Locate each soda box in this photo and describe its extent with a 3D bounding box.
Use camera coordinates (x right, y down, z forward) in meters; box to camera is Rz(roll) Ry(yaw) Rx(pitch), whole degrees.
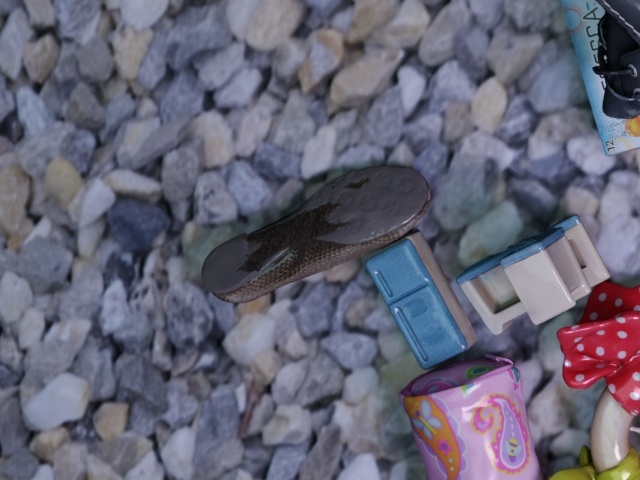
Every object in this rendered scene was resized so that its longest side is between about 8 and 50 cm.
[{"bbox_3d":[0.262,-0.171,1.669,0.063,0.058,0.183,-15,94,25],"label":"soda box"}]

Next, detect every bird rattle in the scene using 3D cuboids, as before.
[{"bbox_3d":[0.307,0.167,1.709,0.206,0.143,0.254,10,91,9],"label":"bird rattle"}]

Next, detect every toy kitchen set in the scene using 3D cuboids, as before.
[{"bbox_3d":[0.134,0.034,1.703,0.207,0.166,0.122,-29,88,24],"label":"toy kitchen set"}]

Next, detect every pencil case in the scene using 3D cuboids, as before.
[{"bbox_3d":[0.166,0.252,1.764,0.124,0.124,0.284,-15,95,24],"label":"pencil case"}]

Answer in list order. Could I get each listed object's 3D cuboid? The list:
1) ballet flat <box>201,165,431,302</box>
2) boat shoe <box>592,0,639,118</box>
[{"bbox_3d":[0.000,0.000,1.818,0.249,0.058,0.084,-26,54,20],"label":"ballet flat"},{"bbox_3d":[0.288,-0.136,1.572,0.340,0.127,0.113,37,105,-25],"label":"boat shoe"}]
